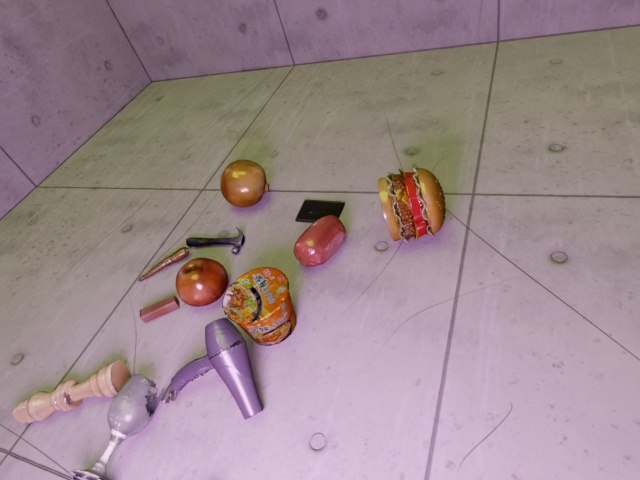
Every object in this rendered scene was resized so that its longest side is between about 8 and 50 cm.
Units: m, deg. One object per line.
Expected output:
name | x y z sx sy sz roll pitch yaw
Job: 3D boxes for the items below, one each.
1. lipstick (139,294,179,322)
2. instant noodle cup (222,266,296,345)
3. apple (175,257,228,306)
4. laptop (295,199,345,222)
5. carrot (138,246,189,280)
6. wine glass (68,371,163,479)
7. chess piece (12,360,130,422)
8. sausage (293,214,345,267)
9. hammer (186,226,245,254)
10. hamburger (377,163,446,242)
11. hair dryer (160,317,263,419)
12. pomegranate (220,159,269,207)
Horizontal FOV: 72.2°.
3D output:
lipstick | -0.626 0.267 1.710 0.145 0.045 0.045 -23 42 -4
instant noodle cup | -0.188 0.231 1.476 0.229 0.182 0.230 -11 44 10
apple | -0.456 0.152 1.674 0.200 0.162 0.201 -11 45 12
laptop | -0.003 -0.125 1.889 0.196 0.016 0.135 4 50 25
carrot | -0.677 0.105 1.897 0.254 0.049 0.049 -32 44 -6
wine glass | -0.603 0.569 1.325 0.143 0.144 0.321 1 47 21
chess piece | -0.855 0.530 1.488 0.396 0.117 0.117 -21 43 2
sausage | 0.000 0.000 1.670 0.148 0.148 0.254 22 57 36
hammer | -0.464 0.000 1.922 0.289 0.037 0.137 0 47 21
hamburger | 0.340 -0.134 1.580 0.212 0.275 0.275 -14 43 18
hair dryer | -0.357 0.442 1.368 0.361 0.121 0.301 -31 76 20
pomegranate | -0.355 -0.260 2.017 0.232 0.233 0.233 -11 44 10
